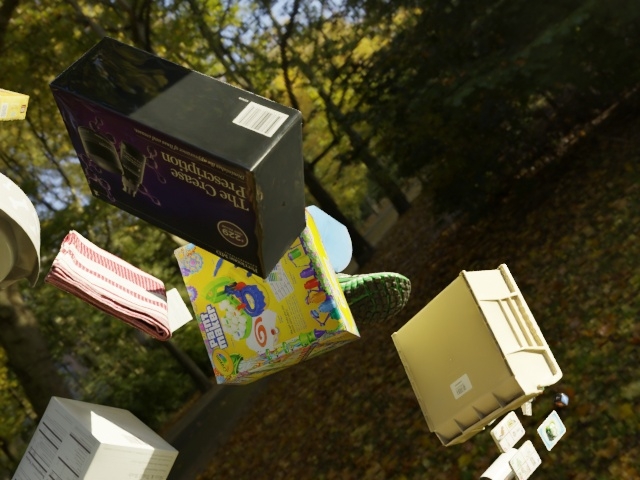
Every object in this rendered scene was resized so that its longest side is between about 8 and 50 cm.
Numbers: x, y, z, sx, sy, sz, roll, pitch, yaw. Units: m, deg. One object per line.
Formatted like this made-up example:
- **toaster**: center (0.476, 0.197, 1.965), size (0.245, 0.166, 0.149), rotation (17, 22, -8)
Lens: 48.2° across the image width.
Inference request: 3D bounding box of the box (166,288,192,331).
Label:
- **box**: center (-0.430, 0.201, 1.965), size (0.087, 0.102, 0.101), rotation (-35, 10, -40)

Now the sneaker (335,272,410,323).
- **sneaker**: center (0.063, 0.124, 1.806), size (0.343, 0.134, 0.146), rotation (-3, 27, -12)

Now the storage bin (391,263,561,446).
- **storage bin**: center (0.297, 0.228, 1.403), size (0.123, 0.260, 0.262), rotation (0, -34, -35)

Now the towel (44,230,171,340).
- **towel**: center (-0.397, 0.077, 1.383), size (0.037, 0.237, 0.329), rotation (-57, 18, 3)

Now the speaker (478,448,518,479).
- **speaker**: center (0.424, 0.543, 1.677), size (0.136, 0.055, 0.055), rotation (-22, -13, -46)

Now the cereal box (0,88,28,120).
- **cereal box**: center (-0.615, -0.242, 1.148), size (0.173, 0.240, 0.047), rotation (-126, 50, -75)

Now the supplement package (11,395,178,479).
- **supplement package**: center (-0.455, 0.478, 1.395), size (0.199, 0.198, 0.263), rotation (30, -96, -49)

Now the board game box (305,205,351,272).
- **board game box**: center (0.000, 0.000, 1.686), size (0.033, 0.168, 0.133), rotation (-29, 37, 44)

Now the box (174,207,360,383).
- **box**: center (-0.107, 0.113, 1.478), size (0.279, 0.290, 0.177), rotation (-22, -15, 6)

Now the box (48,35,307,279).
- **box**: center (-0.151, -0.092, 0.807), size (0.103, 0.261, 0.184), rotation (-55, -22, -30)

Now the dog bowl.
- **dog bowl**: center (-0.676, -0.013, 1.289), size (0.349, 0.348, 0.102), rotation (-41, 33, 32)

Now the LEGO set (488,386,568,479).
- **LEGO set**: center (0.416, 0.351, 1.474), size (0.244, 0.182, 0.060), rotation (-30, 0, -38)
